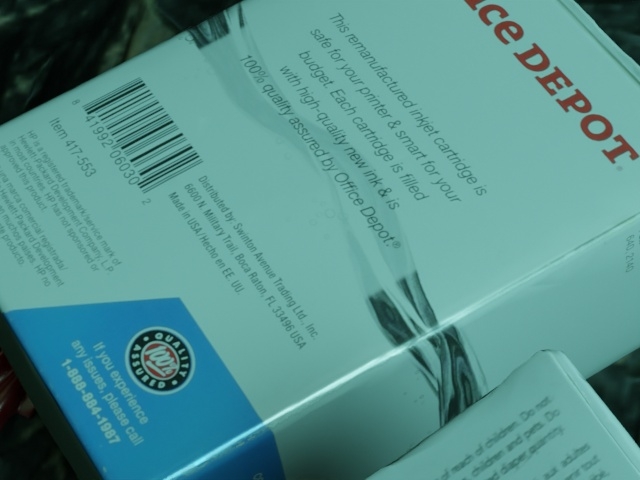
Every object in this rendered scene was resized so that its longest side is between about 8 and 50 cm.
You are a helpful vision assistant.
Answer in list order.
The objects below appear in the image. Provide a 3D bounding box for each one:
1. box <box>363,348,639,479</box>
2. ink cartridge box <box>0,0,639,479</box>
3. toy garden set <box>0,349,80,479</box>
[{"bbox_3d":[0.061,0.129,0.423,0.114,0.203,0.103,-37,56,3],"label":"box"},{"bbox_3d":[0.000,0.000,0.562,0.190,0.082,0.140,-28,55,-14],"label":"ink cartridge box"},{"bbox_3d":[-0.137,0.130,0.594,0.244,0.049,0.204,-45,57,-5],"label":"toy garden set"}]
